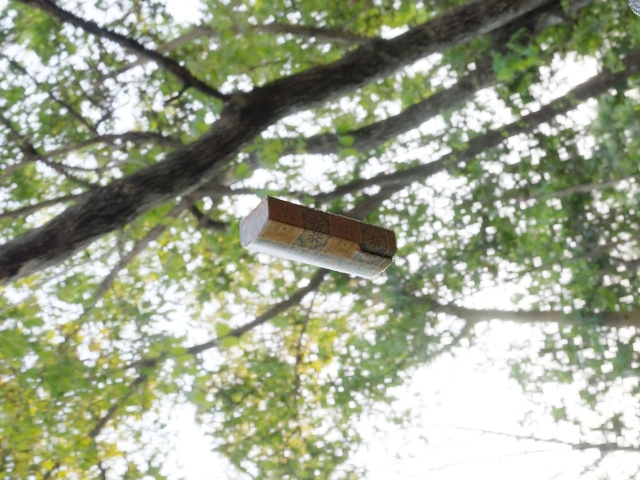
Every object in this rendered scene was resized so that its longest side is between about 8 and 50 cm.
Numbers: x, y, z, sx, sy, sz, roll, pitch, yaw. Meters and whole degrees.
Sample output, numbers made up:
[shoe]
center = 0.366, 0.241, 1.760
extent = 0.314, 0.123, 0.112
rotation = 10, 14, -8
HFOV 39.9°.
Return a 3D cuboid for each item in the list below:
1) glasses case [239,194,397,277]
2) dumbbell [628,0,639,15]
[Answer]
[glasses case]
center = 0.000, 0.000, 1.228
extent = 0.218, 0.075, 0.049
rotation = 14, -127, -32
[dumbbell]
center = 0.217, -0.136, 0.430
extent = 0.208, 0.099, 0.099
rotation = 23, -127, -12
